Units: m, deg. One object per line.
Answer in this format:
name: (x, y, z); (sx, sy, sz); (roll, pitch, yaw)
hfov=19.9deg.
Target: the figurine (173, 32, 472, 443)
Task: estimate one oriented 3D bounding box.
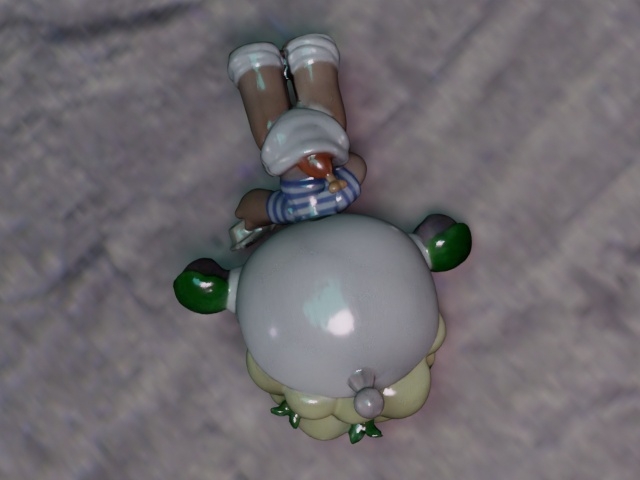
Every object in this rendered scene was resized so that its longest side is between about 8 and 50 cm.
figurine: (0.000, 0.001, 0.879); (0.147, 0.093, 0.197); (-10, 68, -7)
